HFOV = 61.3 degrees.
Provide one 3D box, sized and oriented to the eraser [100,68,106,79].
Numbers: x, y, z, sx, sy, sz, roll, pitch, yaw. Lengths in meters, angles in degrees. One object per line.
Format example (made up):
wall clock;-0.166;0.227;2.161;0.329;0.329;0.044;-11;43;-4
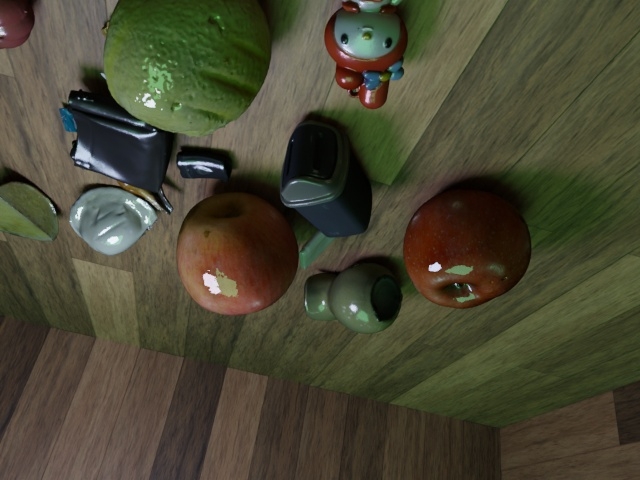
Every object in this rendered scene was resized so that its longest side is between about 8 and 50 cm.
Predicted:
eraser;-0.448;-0.372;1.247;0.122;0.029;0.052;16;160;31

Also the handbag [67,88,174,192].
handbag;-0.514;-0.258;1.391;0.256;0.114;0.285;12;147;-14

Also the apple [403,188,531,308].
apple;0.388;0.025;1.455;0.348;0.277;0.349;7;148;4

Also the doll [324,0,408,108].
doll;0.087;-0.381;1.020;0.160;0.130;0.291;3;134;0

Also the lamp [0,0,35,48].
lamp;-0.679;-0.467;1.092;0.181;0.140;0.182;10;152;5

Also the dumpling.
dumpling;-0.677;-0.075;1.749;0.227;0.243;0.175;56;169;-28

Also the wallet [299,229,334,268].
wallet;0.000;0.000;1.640;0.031;0.183;0.124;35;159;19

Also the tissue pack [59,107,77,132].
tissue pack;-0.614;-0.309;1.434;0.137;0.028;0.085;8;144;-7

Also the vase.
vase;0.147;0.200;1.902;0.329;0.241;0.302;3;174;-43

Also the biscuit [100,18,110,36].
biscuit;-0.399;-0.412;1.209;0.133;0.027;0.184;5;149;11

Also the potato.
potato;-1.045;-0.114;1.803;0.255;0.112;0.270;1;145;21

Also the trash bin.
trash bin;0.016;-0.145;1.359;0.182;0.210;0.290;-9;150;25

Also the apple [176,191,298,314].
apple;-0.246;0.029;1.581;0.363;0.364;0.364;7;149;4

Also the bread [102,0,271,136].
bread;-0.239;-0.345;1.010;0.237;0.321;0.321;21;153;20

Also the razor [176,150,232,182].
razor;-0.320;-0.207;1.493;0.147;0.054;0.090;5;149;7

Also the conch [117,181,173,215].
conch;-0.525;-0.170;1.585;0.232;0.086;0.080;34;-178;-38
